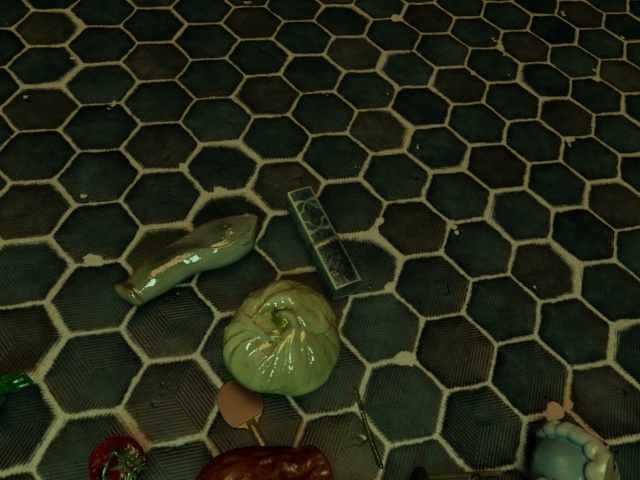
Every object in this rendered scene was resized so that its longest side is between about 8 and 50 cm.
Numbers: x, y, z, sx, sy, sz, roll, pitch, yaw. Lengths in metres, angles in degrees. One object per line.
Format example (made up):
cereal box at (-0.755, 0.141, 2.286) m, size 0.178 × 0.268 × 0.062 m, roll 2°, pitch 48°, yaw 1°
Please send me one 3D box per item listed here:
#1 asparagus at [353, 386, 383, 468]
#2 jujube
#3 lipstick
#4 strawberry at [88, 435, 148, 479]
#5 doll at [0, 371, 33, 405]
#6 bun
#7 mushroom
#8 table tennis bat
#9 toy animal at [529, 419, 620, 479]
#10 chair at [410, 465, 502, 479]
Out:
asparagus at (0.095, 0.379, 1.003) m, size 0.013 × 0.016 × 0.166 m, roll -28°, pitch 63°, yaw 16°
jujube at (-0.096, 0.445, 0.849) m, size 0.255 × 0.190 × 0.190 m, roll -12°, pitch 62°, yaw -27°
lipstick at (0.000, 0.000, 1.177) m, size 0.078 × 0.076 × 0.289 m, roll -20°, pitch 62°, yaw -16°
strawberry at (-0.371, 0.402, 0.887) m, size 0.106 × 0.106 × 0.106 m, roll 3°, pitch 59°, yaw -6°
doll at (-0.655, 0.268, 0.914) m, size 0.186 × 0.106 × 0.134 m, roll 20°, pitch 52°, yaw 23°
bun at (-0.073, 0.195, 1.006) m, size 0.259 × 0.160 × 0.259 m, roll 5°, pitch 59°, yaw -8°
mushroom at (-0.287, 0.037, 1.110) m, size 0.351 × 0.097 × 0.109 m, roll -27°, pitch 64°, yaw -17°
table tennis bat at (-0.148, 0.350, 0.989) m, size 0.087 × 0.013 × 0.156 m, roll -26°, pitch 65°, yaw -23°
toy animal at (0.463, 0.455, 0.916) m, size 0.156 × 0.208 × 0.204 m, roll 5°, pitch 52°, yaw 43°
chair at (0.256, 0.477, 0.928) m, size 0.222 × 0.104 × 0.095 m, roll 6°, pitch 33°, yaw -9°
